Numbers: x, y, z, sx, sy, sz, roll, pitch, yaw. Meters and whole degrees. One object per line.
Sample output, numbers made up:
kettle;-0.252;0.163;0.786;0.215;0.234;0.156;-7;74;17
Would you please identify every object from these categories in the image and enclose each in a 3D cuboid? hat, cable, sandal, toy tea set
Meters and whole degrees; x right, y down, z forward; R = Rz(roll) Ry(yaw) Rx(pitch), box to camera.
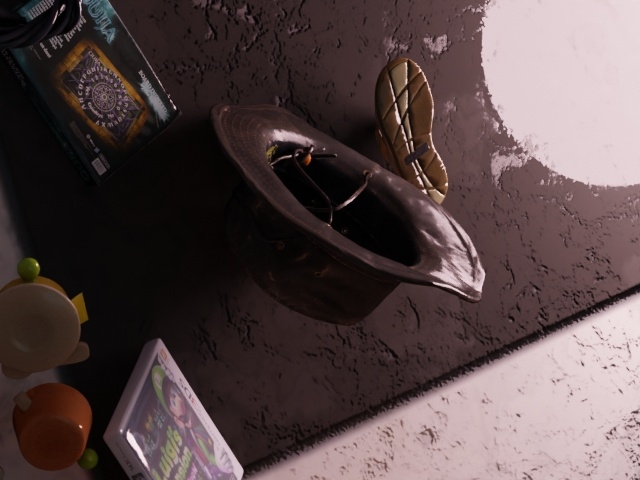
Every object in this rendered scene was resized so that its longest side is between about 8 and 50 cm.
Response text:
hat;0.000;0.000;2.001;0.331;0.331;0.134;22;111;-33
cable;-0.306;-0.253;1.860;0.184;0.047;0.150;39;60;-14
sandal;0.091;-0.113;2.169;0.072;0.049;0.180;-32;120;-28
toy tea set;-0.295;0.168;1.824;0.200;0.124;0.336;-9;114;-4

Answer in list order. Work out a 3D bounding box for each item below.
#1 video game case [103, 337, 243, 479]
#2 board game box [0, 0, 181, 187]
video game case;-0.138;0.208;1.918;0.173;0.022;0.190;59;19;-18
board game box;-0.230;-0.163;1.943;0.126;0.026;0.186;-43;111;-31
